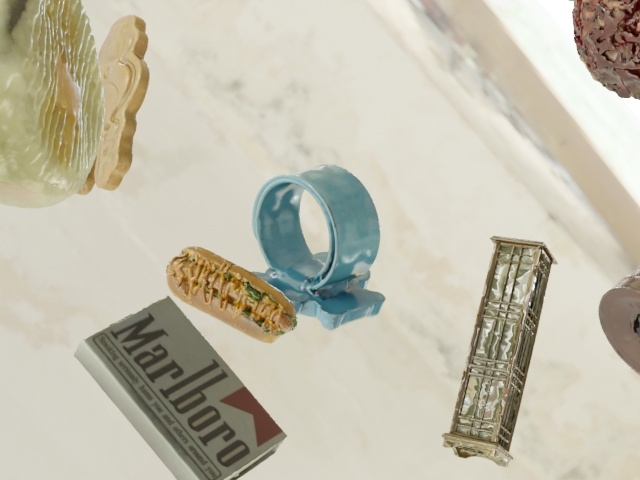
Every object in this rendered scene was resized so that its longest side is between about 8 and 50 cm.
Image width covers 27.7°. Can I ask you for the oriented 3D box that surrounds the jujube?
[{"bbox_3d":[0.195,-0.147,0.723,0.104,0.166,0.104,2,-134,-3],"label":"jujube"}]

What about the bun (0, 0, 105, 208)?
[{"bbox_3d":[-0.272,-0.142,1.055,0.244,0.153,0.244,-4,-90,-87],"label":"bun"}]

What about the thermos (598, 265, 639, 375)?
[{"bbox_3d":[0.326,0.011,0.992,0.124,0.232,0.099,29,146,43],"label":"thermos"}]

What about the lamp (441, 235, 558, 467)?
[{"bbox_3d":[0.264,0.159,1.896,0.090,0.089,0.325,44,-122,-59],"label":"lamp"}]

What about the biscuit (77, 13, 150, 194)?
[{"bbox_3d":[-0.269,-0.175,1.660,0.040,0.144,0.236,17,-103,-43],"label":"biscuit"}]

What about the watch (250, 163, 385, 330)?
[{"bbox_3d":[0.000,0.000,1.771,0.211,0.193,0.211,4,-159,-2],"label":"watch"}]

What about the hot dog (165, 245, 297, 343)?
[{"bbox_3d":[-0.112,0.062,1.576,0.188,0.072,0.055,27,167,16],"label":"hot dog"}]

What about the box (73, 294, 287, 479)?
[{"bbox_3d":[-0.125,0.140,1.169,0.177,0.036,0.115,48,-140,14],"label":"box"}]
